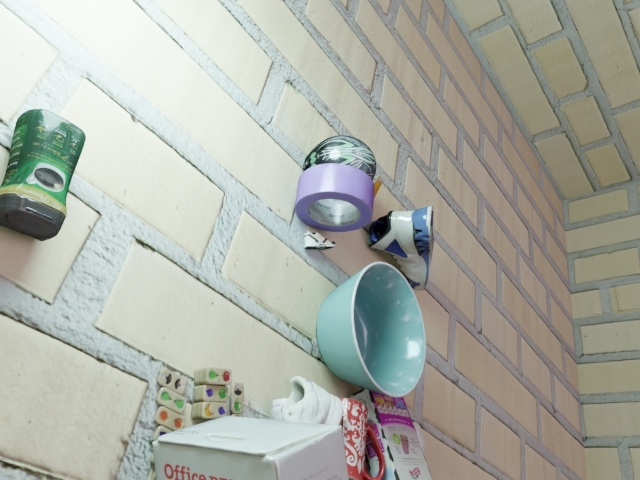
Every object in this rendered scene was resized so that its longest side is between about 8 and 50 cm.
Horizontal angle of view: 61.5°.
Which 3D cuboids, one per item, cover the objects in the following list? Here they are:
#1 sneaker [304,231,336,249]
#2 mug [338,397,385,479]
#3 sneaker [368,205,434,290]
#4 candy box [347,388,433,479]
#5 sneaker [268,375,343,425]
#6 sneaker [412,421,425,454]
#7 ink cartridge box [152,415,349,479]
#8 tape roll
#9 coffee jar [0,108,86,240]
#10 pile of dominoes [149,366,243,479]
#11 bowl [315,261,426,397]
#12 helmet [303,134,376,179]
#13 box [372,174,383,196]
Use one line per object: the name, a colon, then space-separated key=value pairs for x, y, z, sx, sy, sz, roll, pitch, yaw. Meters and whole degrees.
sneaker: x=0.000 y=0.000 z=1.338 sx=0.109 sy=0.040 sz=0.043 roll=7 pitch=69 yaw=-52
mug: x=0.060 y=0.452 z=1.183 sx=0.150 sy=0.113 sz=0.169 roll=40 pitch=43 yaw=-31
sneaker: x=0.237 y=0.007 z=1.577 sx=0.315 sy=0.182 sz=0.127 roll=77 pitch=25 yaw=-50
candy box: x=0.166 y=0.477 z=1.280 sx=0.159 sy=0.071 sz=0.233 roll=27 pitch=35 yaw=-44
sneaker: x=-0.064 y=0.408 z=1.060 sx=0.152 sy=0.114 sz=0.305 roll=44 pitch=39 yaw=-14
sneaker: x=0.262 y=0.564 z=1.445 sx=0.061 sy=0.054 sz=0.152 roll=17 pitch=63 yaw=-52
ink cartridge box: x=-0.091 y=0.477 z=0.807 sx=0.160 sy=0.279 sz=0.384 roll=-2 pitch=83 yaw=-51
tape roll: x=0.035 y=-0.099 z=1.296 sx=0.189 sy=0.189 sz=0.080 roll=32 pitch=53 yaw=-42
coffee jar: x=-0.418 y=-0.095 z=0.798 sx=0.096 sy=0.079 sz=0.184 roll=31 pitch=52 yaw=-46
pile of dominoes: x=-0.201 y=0.351 z=0.938 sx=0.196 sy=0.040 sz=0.251 roll=22 pitch=59 yaw=-47
bowl: x=0.105 y=0.219 z=1.284 sx=0.312 sy=0.163 sz=0.311 roll=25 pitch=57 yaw=-46
helmet: x=0.057 y=-0.192 z=1.384 sx=0.169 sy=0.162 sz=0.169 roll=24 pitch=58 yaw=-46
box: x=0.125 y=-0.138 z=1.520 sx=0.028 sy=0.081 sz=0.136 roll=54 pitch=40 yaw=-23
